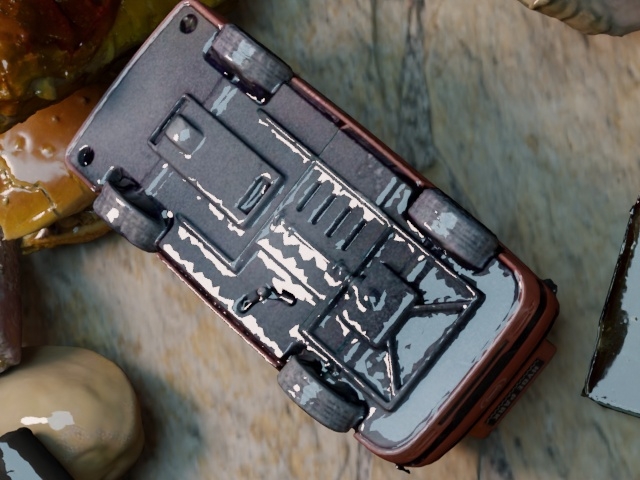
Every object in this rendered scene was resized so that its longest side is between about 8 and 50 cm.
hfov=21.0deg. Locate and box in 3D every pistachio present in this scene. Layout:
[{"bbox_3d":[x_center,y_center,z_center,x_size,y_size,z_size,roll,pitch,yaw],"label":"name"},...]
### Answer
[{"bbox_3d":[-0.257,0.170,1.584,0.223,0.126,0.152,-2,57,30],"label":"pistachio"}]

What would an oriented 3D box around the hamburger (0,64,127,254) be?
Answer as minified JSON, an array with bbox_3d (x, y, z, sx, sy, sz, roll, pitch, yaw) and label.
[{"bbox_3d":[-0.231,-0.134,1.626,0.156,0.144,0.283,-6,74,15],"label":"hamburger"}]

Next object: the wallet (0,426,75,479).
[{"bbox_3d":[-0.189,0.374,1.479,0.406,0.062,0.228,45,107,10],"label":"wallet"}]

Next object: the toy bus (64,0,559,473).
[{"bbox_3d":[0.000,0.000,1.453,0.427,0.233,0.203,42,97,27],"label":"toy bus"}]

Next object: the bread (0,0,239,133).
[{"bbox_3d":[-0.195,-0.236,1.546,0.185,0.109,0.380,40,52,19],"label":"bread"}]

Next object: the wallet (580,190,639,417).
[{"bbox_3d":[0.301,0.037,1.421,0.122,0.031,0.232,16,88,21],"label":"wallet"}]

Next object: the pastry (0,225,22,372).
[{"bbox_3d":[-0.331,0.038,1.622,0.112,0.103,0.265,-9,31,-17],"label":"pastry"}]

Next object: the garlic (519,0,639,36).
[{"bbox_3d":[0.285,-0.352,1.457,0.246,0.231,0.340,128,147,-54],"label":"garlic"}]
